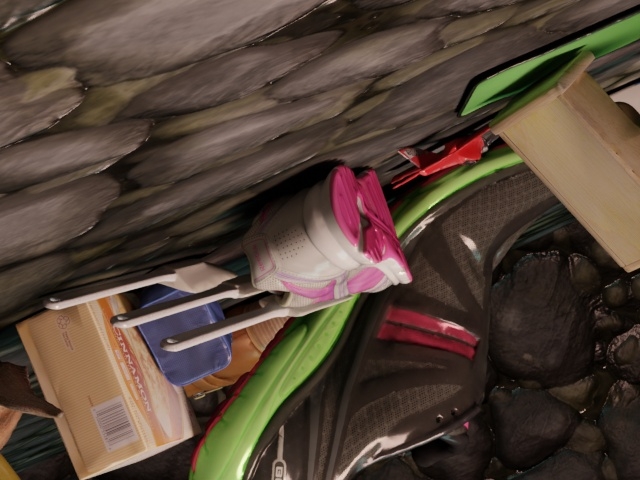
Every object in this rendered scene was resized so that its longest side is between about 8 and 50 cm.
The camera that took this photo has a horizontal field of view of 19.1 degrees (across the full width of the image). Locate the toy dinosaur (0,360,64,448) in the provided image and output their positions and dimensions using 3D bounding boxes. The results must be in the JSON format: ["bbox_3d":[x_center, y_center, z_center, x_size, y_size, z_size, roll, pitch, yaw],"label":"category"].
[{"bbox_3d":[-0.311,0.161,1.608,0.295,0.127,0.200,-32,171,28],"label":"toy dinosaur"}]

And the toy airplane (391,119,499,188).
[{"bbox_3d":[0.111,-0.074,1.616,0.151,0.028,0.151,-25,173,-3],"label":"toy airplane"}]

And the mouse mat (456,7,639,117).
[{"bbox_3d":[0.194,-0.143,1.440,0.189,0.007,0.152,-23,175,-4],"label":"mouse mat"}]

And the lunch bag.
[{"bbox_3d":[-0.118,0.077,1.688,0.067,0.098,0.065,-22,-161,7],"label":"lunch bag"}]

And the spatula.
[{"bbox_3d":[-0.105,0.051,1.564,0.168,0.019,0.242,17,-162,30],"label":"spatula"}]

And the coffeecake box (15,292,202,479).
[{"bbox_3d":[-0.180,0.122,1.655,0.068,0.142,0.185,-24,175,9],"label":"coffeecake box"}]

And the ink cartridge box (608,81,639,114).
[{"bbox_3d":[0.311,-0.104,1.913,0.134,0.078,0.231,-23,175,-5],"label":"ink cartridge box"}]

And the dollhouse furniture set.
[{"bbox_3d":[0.278,-0.122,1.496,0.242,0.161,0.212,-47,-173,-28],"label":"dollhouse furniture set"}]

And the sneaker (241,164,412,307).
[{"bbox_3d":[0.000,0.000,1.559,0.111,0.103,0.252,-21,168,11],"label":"sneaker"}]

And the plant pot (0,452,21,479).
[{"bbox_3d":[-0.427,0.295,2.012,0.212,0.187,0.212,-21,174,-29],"label":"plant pot"}]

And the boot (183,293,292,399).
[{"bbox_3d":[-0.073,0.137,2.382,0.220,0.109,0.283,-27,172,14],"label":"boot"}]

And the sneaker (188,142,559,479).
[{"bbox_3d":[0.080,0.101,1.800,0.483,0.202,0.185,-50,-177,-10],"label":"sneaker"}]
